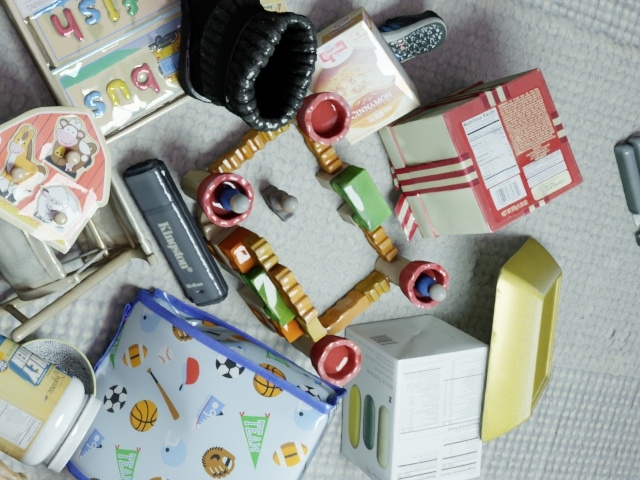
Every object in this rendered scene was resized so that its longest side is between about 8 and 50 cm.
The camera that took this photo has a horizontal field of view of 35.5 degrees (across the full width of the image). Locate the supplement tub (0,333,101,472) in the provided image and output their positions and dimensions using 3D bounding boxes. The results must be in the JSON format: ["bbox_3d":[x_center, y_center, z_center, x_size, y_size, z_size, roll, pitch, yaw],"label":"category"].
[{"bbox_3d":[-0.438,0.238,1.460,0.200,0.144,0.144,32,87,-11],"label":"supplement tub"}]

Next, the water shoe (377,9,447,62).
[{"bbox_3d":[0.119,-0.346,1.748,0.203,0.080,0.072,-14,124,2],"label":"water shoe"}]

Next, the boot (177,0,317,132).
[{"bbox_3d":[-0.109,-0.344,1.454,0.131,0.260,0.347,-8,108,-26],"label":"boot"}]

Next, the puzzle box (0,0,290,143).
[{"bbox_3d":[-0.254,-0.345,1.560,0.409,0.052,0.272,-33,117,-17],"label":"puzzle box"}]

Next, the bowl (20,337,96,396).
[{"bbox_3d":[-0.430,0.246,1.593,0.170,0.080,0.170,-1,75,4],"label":"bowl"}]

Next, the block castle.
[{"bbox_3d":[0.000,0.000,1.693,0.303,0.213,0.453,-40,118,-13],"label":"block castle"}]

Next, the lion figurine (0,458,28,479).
[{"bbox_3d":[-0.570,0.325,1.443,0.142,0.392,0.240,-79,151,-42],"label":"lion figurine"}]

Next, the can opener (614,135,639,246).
[{"bbox_3d":[0.695,-0.085,2.111,0.074,0.093,0.280,-29,110,-17],"label":"can opener"}]

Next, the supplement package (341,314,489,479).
[{"bbox_3d":[0.172,0.301,1.870,0.198,0.199,0.262,-6,106,-26],"label":"supplement package"}]

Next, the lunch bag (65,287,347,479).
[{"bbox_3d":[-0.201,0.299,1.636,0.386,0.239,0.327,27,92,7],"label":"lunch bag"}]

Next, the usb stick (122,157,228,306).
[{"bbox_3d":[-0.236,-0.010,1.652,0.077,0.045,0.278,-16,117,17],"label":"usb stick"}]

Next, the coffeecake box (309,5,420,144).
[{"bbox_3d":[0.061,-0.278,1.698,0.142,0.068,0.185,-29,120,18],"label":"coffeecake box"}]

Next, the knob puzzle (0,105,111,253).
[{"bbox_3d":[-0.372,-0.102,1.396,0.213,0.030,0.213,-7,104,-31],"label":"knob puzzle"}]

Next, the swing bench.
[{"bbox_3d":[-0.420,-0.030,1.498,0.255,0.165,0.253,-31,115,-23],"label":"swing bench"}]

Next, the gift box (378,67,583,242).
[{"bbox_3d":[0.270,-0.128,1.770,0.255,0.258,0.276,-22,99,-23],"label":"gift box"}]

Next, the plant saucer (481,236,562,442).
[{"bbox_3d":[0.395,0.186,1.913,0.333,0.081,0.332,-28,124,-66],"label":"plant saucer"}]
